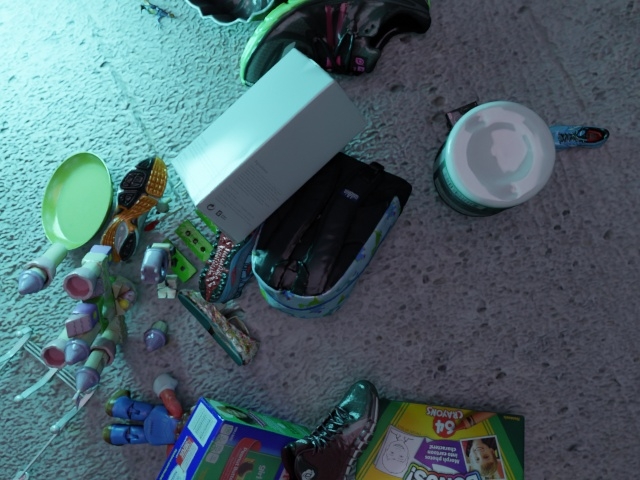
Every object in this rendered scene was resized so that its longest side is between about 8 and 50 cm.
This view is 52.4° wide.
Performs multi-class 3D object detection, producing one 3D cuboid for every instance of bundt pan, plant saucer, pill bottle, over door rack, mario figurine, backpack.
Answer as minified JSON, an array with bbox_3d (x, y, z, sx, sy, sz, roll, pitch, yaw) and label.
[{"bbox_3d":[-0.176,-0.661,1.504,0.331,0.124,0.331,6,104,26],"label":"bundt pan"},{"bbox_3d":[-0.573,-0.092,1.553,0.241,0.037,0.241,-8,75,29],"label":"plant saucer"},{"bbox_3d":[0.346,-0.155,1.372,0.204,0.361,0.204,0,89,4],"label":"pill bottle"},{"bbox_3d":[-0.723,0.406,1.554,0.239,0.108,0.324,38,91,5],"label":"over door rack"},{"bbox_3d":[-0.337,0.442,1.541,0.320,0.170,0.198,6,125,14],"label":"mario figurine"},{"bbox_3d":[0.000,0.000,1.446,0.290,0.273,0.355,22,55,10],"label":"backpack"}]

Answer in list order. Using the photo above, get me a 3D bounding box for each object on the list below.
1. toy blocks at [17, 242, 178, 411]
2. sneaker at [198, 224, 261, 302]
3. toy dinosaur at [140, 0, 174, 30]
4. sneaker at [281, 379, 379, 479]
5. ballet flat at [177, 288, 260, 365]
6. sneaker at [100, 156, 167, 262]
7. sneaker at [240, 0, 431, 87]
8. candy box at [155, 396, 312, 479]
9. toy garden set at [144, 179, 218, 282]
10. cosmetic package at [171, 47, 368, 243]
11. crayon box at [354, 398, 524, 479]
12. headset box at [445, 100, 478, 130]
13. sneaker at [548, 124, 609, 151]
[{"bbox_3d":[-0.489,0.177,1.424,0.309,0.260,0.288,1,116,3],"label":"toy blocks"},{"bbox_3d":[-0.189,0.025,1.528,0.104,0.125,0.262,31,96,30],"label":"sneaker"},{"bbox_3d":[-0.400,-0.568,1.598,0.082,0.047,0.090,-1,77,-14],"label":"toy dinosaur"},{"bbox_3d":[0.013,0.420,1.389,0.162,0.106,0.281,26,84,-35],"label":"sneaker"},{"bbox_3d":[-0.237,0.195,1.551,0.241,0.091,0.077,48,61,0],"label":"ballet flat"},{"bbox_3d":[-0.442,-0.083,1.538,0.099,0.121,0.262,27,97,-17],"label":"sneaker"},{"bbox_3d":[0.036,-0.466,1.493,0.483,0.185,0.202,-25,83,4],"label":"sneaker"},{"bbox_3d":[-0.175,0.515,1.422,0.317,0.122,0.268,28,90,-39],"label":"candy box"},{"bbox_3d":[-0.305,-0.056,1.572,0.244,0.049,0.204,-43,88,2],"label":"toy garden set"},{"bbox_3d":[-0.115,-0.209,1.408,0.385,0.156,0.217,-40,43,4],"label":"cosmetic package"},{"bbox_3d":[0.257,0.530,1.436,0.363,0.106,0.313,5,68,4],"label":"crayon box"},{"bbox_3d":[0.339,-0.284,1.541,0.083,0.032,0.062,-21,87,1],"label":"headset box"},{"bbox_3d":[0.587,-0.245,1.503,0.162,0.073,0.063,-5,88,4],"label":"sneaker"}]
